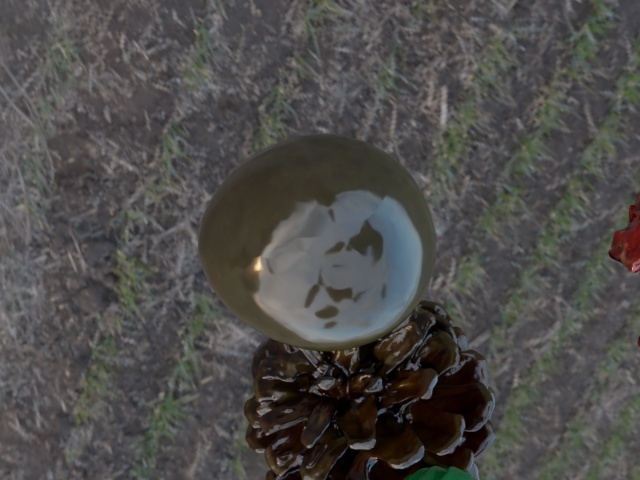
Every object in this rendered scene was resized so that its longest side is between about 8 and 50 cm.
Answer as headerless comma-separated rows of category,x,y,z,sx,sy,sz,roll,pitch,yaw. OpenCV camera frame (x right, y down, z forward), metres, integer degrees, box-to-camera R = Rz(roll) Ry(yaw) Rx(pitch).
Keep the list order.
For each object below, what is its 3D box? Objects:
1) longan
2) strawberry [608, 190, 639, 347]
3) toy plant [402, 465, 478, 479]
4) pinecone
longan,0.000,0.000,1.143,0.258,0.258,0.258,-15,130,-19
strawberry,0.344,0.030,0.714,0.258,0.261,0.261,-21,139,25
toy plant,0.075,0.261,0.856,0.143,0.105,0.200,-49,171,31
pinecone,0.073,0.249,1.533,0.398,0.398,0.397,-15,130,-19
